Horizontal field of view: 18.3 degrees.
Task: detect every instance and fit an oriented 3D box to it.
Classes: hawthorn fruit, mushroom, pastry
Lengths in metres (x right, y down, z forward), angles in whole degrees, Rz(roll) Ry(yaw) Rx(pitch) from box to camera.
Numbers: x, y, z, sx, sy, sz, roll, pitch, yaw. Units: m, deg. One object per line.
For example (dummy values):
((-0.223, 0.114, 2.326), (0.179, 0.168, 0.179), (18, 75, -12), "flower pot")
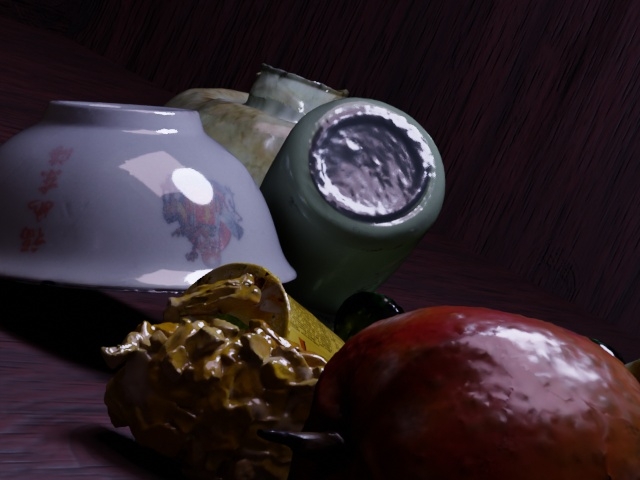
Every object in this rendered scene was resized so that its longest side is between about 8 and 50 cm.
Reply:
((0.085, 0.163, 1.347), (0.300, 0.254, 0.254), (15, 12, -36), "hawthorn fruit")
((-0.066, -0.094, 2.592), (0.352, 0.260, 0.352), (20, 6, -2), "mushroom")
((-0.047, 0.123, 1.528), (0.250, 0.154, 0.102), (27, 9, -1), "pastry")

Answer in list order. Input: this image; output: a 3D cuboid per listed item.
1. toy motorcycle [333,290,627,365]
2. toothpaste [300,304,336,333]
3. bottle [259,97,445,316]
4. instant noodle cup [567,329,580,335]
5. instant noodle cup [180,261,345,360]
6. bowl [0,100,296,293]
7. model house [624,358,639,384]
((0.137, 0.163, 1.787), (0.342, 0.206, 0.142), (12, 10, 41), "toy motorcycle")
((-0.003, 0.115, 1.991), (0.313, 0.089, 0.071), (19, 14, -38), "toothpaste")
((-0.002, 0.001, 2.041), (0.168, 0.168, 0.347), (24, -31, -6), "bottle")
((0.246, 0.195, 2.000), (0.125, 0.178, 0.208), (36, -10, -18), "instant noodle cup")
((-0.052, 0.108, 1.701), (0.151, 0.151, 0.122), (32, 0, 43), "instant noodle cup")
((-0.188, -0.048, 1.859), (0.345, 0.157, 0.345), (4, 6, 0), "bowl")
((0.233, 0.225, 1.536), (0.173, 0.239, 0.268), (-17, -12, -4), "model house")
